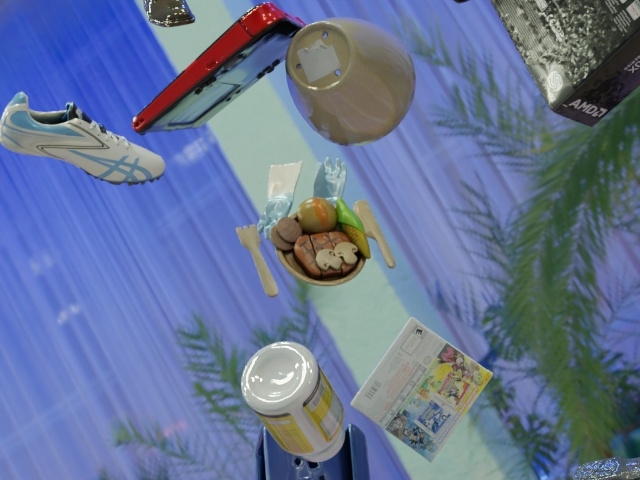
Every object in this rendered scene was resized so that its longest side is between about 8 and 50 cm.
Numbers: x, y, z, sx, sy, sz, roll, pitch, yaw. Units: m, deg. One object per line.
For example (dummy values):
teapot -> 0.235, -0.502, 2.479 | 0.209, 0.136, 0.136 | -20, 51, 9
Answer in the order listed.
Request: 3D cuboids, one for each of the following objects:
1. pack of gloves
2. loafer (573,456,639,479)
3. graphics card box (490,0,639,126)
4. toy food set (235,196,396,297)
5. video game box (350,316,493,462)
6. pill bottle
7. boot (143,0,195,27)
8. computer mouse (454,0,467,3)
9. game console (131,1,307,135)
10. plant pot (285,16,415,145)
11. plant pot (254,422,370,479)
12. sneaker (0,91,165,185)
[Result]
pack of gloves -> -0.045, -0.102, 2.019 | 0.195, 0.232, 0.046 | -5, -38, 18
loafer -> 0.651, 0.471, 1.764 | 0.302, 0.095, 0.109 | -16, 11, 30
graphics card box -> 0.385, -0.342, 1.077 | 0.094, 0.233, 0.371 | 11, -44, -39
toy food set -> 0.000, 0.000, 1.182 | 0.192, 0.132, 0.038 | -14, -31, -21
video game box -> 0.189, 0.278, 1.704 | 0.205, 0.187, 0.048 | -54, -4, -2
pill bottle -> -0.028, 0.220, 1.195 | 0.103, 0.103, 0.184 | -30, -42, -4
boot -> -0.292, -0.468, 1.691 | 0.082, 0.219, 0.106 | -16, -58, -21
computer mouse -> 0.150, -0.450, 1.265 | 0.272, 0.072, 0.189 | 4, -56, -41
game console -> -0.179, -0.323, 1.773 | 0.342, 0.060, 0.386 | -41, 0, 12
plant pot -> 0.035, -0.322, 1.739 | 0.256, 0.257, 0.274 | -32, -8, 13
plant pot -> -0.017, 0.493, 1.815 | 0.212, 0.236, 0.236 | 0, -30, -9
sneaker -> -0.318, -0.137, 1.249 | 0.237, 0.085, 0.086 | 15, -71, -32
